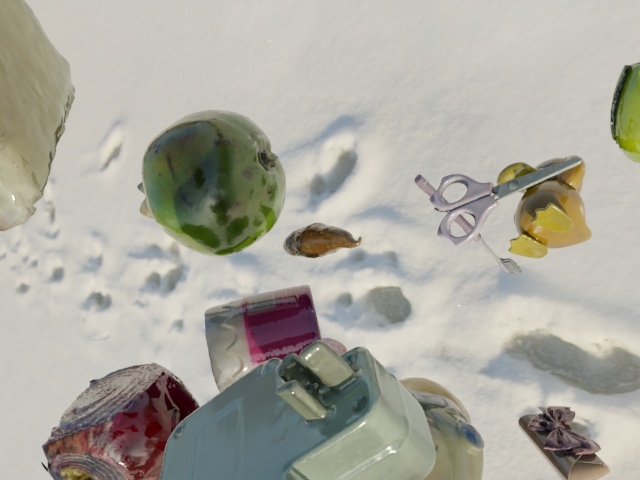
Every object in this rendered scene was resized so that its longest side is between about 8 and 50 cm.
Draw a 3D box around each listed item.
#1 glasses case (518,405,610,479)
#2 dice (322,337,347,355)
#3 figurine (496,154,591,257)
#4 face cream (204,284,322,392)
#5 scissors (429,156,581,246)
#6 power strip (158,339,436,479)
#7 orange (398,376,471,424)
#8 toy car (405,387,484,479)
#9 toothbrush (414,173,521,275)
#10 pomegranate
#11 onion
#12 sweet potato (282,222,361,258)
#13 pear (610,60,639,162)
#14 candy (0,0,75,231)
[{"bbox_3d":[0.445,0.359,1.110,0.102,0.070,0.193,-32,18,1],"label":"glasses case"},{"bbox_3d":[0.020,0.343,1.751,0.094,0.091,0.093,21,115,12],"label":"dice"},{"bbox_3d":[0.503,-0.083,1.339,0.215,0.215,0.228,-40,44,37],"label":"figurine"},{"bbox_3d":[-0.095,0.181,1.090,0.175,0.195,0.175,168,90,-89],"label":"face cream"},{"bbox_3d":[0.219,-0.060,0.729,0.189,0.015,0.100,-23,60,31],"label":"scissors"},{"bbox_3d":[-0.047,0.194,0.535,0.261,0.141,0.229,-36,24,14],"label":"power strip"},{"bbox_3d":[0.207,0.446,1.373,0.235,0.279,0.279,25,102,42],"label":"orange"},{"bbox_3d":[0.076,0.391,0.838,0.226,0.242,0.336,-109,33,-74],"label":"toy car"},{"bbox_3d":[0.319,-0.026,1.282,0.029,0.354,0.024,-19,40,47],"label":"toothbrush"},{"bbox_3d":[-0.198,-0.085,0.978,0.302,0.236,0.236,-10,76,36],"label":"pomegranate"},{"bbox_3d":[-0.276,0.313,0.943,0.206,0.216,0.207,-17,110,12],"label":"onion"},{"bbox_3d":[0.000,0.000,0.997,0.206,0.068,0.060,-2,88,57],"label":"sweet potato"},{"bbox_3d":[0.686,-0.257,1.063,0.292,0.159,0.292,-23,43,24],"label":"pear"},{"bbox_3d":[-0.308,-0.162,0.397,0.135,0.321,0.179,-16,43,8],"label":"candy"}]
